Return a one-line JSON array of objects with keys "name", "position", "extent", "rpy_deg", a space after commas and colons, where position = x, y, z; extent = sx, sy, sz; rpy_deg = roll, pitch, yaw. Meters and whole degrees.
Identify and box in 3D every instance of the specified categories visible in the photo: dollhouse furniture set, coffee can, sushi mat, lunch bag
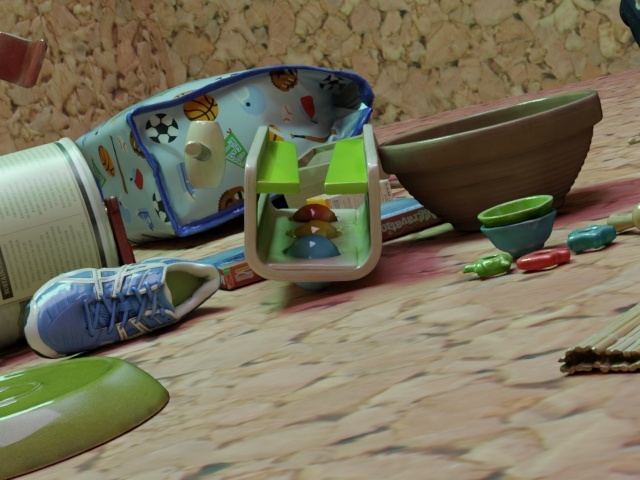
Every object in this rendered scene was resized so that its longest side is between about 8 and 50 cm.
[{"name": "dollhouse furniture set", "position": [-0.363, -0.092, 1.722], "extent": [0.201, 0.374, 0.152], "rpy_deg": [-17, 3, -8]}, {"name": "coffee can", "position": [-0.371, 0.022, 1.517], "extent": [0.275, 0.202, 0.201], "rpy_deg": [-17, 7, -19]}, {"name": "sushi mat", "position": [0.279, 0.022, 0.901], "extent": [0.151, 0.019, 0.316], "rpy_deg": [-9, 9, 36]}, {"name": "lunch bag", "position": [-0.137, -0.144, 2.233], "extent": [0.385, 0.239, 0.328], "rpy_deg": [-26, 9, -25]}]

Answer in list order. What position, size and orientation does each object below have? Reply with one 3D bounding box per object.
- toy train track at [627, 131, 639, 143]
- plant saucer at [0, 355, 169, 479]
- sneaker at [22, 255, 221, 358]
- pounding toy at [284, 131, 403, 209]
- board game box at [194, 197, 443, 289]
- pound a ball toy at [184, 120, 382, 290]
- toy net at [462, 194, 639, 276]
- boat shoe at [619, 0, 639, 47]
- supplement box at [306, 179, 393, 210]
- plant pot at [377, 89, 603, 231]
[{"name": "toy train track", "position": [0.442, -0.143, 1.884], "extent": [0.083, 0.014, 0.048], "rpy_deg": [-14, 7, 3]}, {"name": "plant saucer", "position": [-0.231, 0.129, 1.049], "extent": [0.240, 0.037, 0.241], "rpy_deg": [-15, 7, 2]}, {"name": "sneaker", "position": [-0.187, 0.054, 1.372], "extent": [0.211, 0.080, 0.081], "rpy_deg": [-22, 7, -41]}, {"name": "pounding toy", "position": [0.039, -0.086, 2.033], "extent": [0.130, 0.100, 0.141], "rpy_deg": [-11, 19, 33]}, {"name": "board game box", "position": [0.000, 0.000, 1.629], "extent": [0.281, 0.027, 0.145], "rpy_deg": [-17, 6, -20]}, {"name": "pound a ball toy", "position": [-0.045, -0.039, 1.458], "extent": [0.208, 0.136, 0.319], "rpy_deg": [-1, 12, 0]}, {"name": "toy net", "position": [0.234, -0.017, 1.196], "extent": [0.232, 0.045, 0.122], "rpy_deg": [-11, 8, 28]}, {"name": "boat shoe", "position": [0.307, -0.167, 1.172], "extent": [0.127, 0.158, 0.340], "rpy_deg": [-31, -6, 6]}, {"name": "supplement box", "position": [0.040, -0.052, 1.916], "extent": [0.098, 0.036, 0.062], "rpy_deg": [-17, 8, -23]}, {"name": "plant pot", "position": [0.185, -0.077, 1.508], "extent": [0.237, 0.110, 0.237], "rpy_deg": [-15, 8, 2]}]
